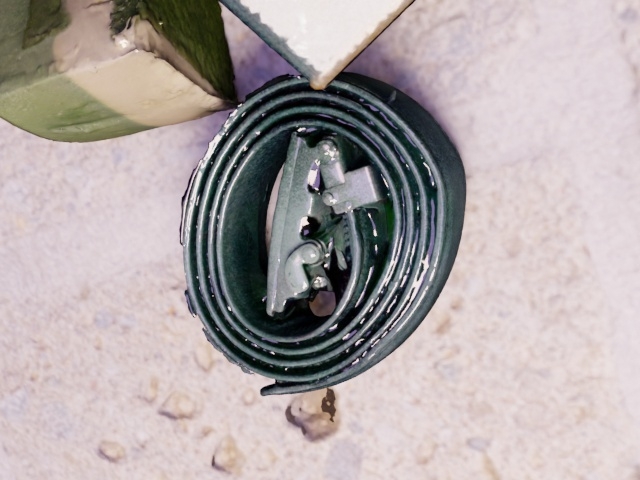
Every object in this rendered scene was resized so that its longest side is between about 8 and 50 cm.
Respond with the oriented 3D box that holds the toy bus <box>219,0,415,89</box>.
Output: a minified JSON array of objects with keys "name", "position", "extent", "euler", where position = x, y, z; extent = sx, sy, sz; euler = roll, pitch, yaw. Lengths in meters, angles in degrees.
[{"name":"toy bus","position":[-0.060,-0.269,0.676],"extent":[0.323,0.194,0.162],"euler":[39,114,-21]}]

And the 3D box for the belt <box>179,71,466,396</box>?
[{"name":"belt","position":[0.000,0.000,0.808],"extent":[0.206,0.116,0.267],"euler":[25,106,15]}]

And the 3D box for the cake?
[{"name":"cake","position":[-0.183,-0.220,0.793],"extent":[0.158,0.172,0.284],"euler":[-11,96,18]}]
